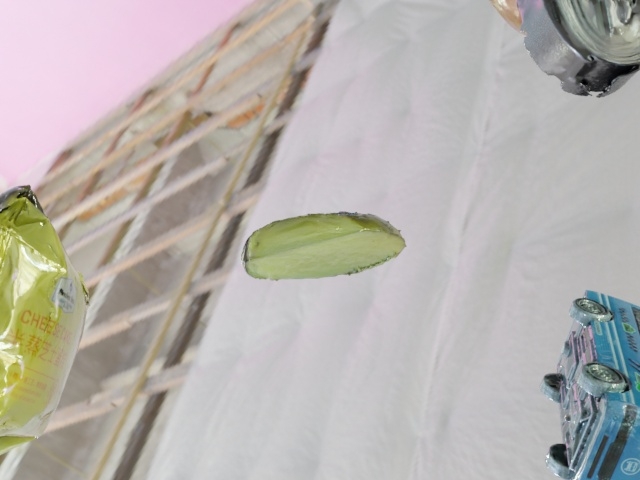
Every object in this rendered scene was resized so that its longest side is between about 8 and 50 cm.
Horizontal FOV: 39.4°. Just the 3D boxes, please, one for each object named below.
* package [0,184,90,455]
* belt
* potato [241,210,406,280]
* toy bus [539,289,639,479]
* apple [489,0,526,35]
[{"bbox_3d":[-0.210,0.066,0.599,0.226,0.090,0.168,127,-19,-75],"label":"package"},{"bbox_3d":[0.200,-0.175,0.650,0.058,0.105,0.140,124,-40,-68],"label":"belt"},{"bbox_3d":[0.000,0.000,0.992,0.119,0.198,0.054,120,-43,-60],"label":"potato"},{"bbox_3d":[0.301,0.154,0.889,0.246,0.134,0.113,-64,169,-66],"label":"toy bus"},{"bbox_3d":[0.288,-0.315,0.843,0.309,0.277,0.250,115,-26,-64],"label":"apple"}]
